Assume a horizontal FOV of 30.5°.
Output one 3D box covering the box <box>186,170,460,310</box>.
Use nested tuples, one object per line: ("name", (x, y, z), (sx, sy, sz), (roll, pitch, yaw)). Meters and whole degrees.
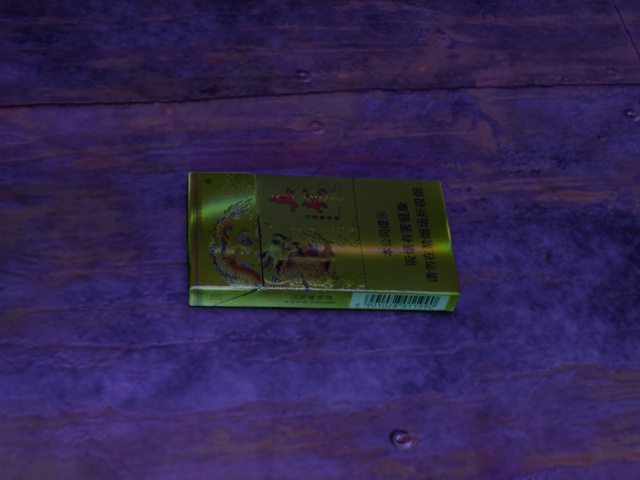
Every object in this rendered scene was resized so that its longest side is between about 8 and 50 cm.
("box", (0.000, 0.000, 1.375), (0.311, 0.043, 0.173), (2, 53, -10))
